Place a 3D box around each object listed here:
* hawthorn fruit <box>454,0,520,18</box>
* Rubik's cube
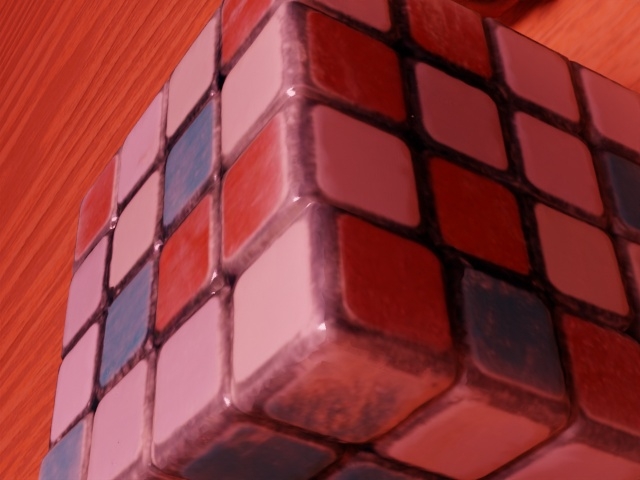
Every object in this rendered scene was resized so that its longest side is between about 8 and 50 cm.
[{"bbox_3d":[0.105,-0.208,0.775,0.128,0.128,0.128,-39,42,46],"label":"hawthorn fruit"},{"bbox_3d":[0.025,0.042,0.607,0.259,0.256,0.253,-43,37,41],"label":"Rubik's cube"}]
